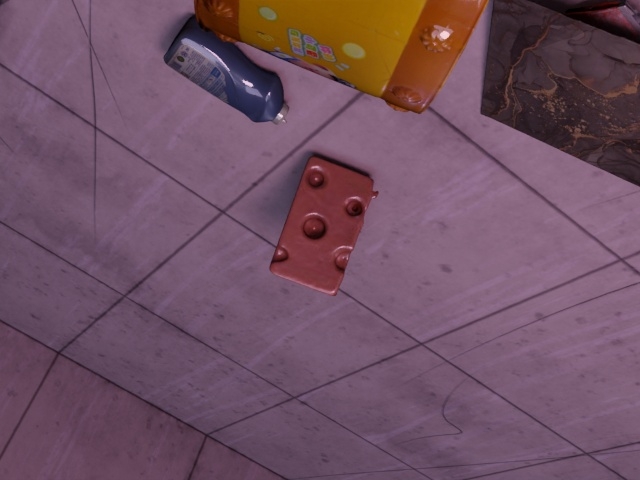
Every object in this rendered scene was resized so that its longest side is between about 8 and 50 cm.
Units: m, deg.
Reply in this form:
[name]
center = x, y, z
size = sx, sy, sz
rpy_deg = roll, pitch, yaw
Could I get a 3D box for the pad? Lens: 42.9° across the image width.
[pad]
center = 0.363, -0.153, 0.987
size = 0.367, 0.007, 0.248
rpy_deg = 29, 159, 19

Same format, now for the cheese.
[cheese]
center = 0.004, -0.013, 1.366
size = 0.128, 0.203, 0.177
rpy_deg = 18, 173, 0

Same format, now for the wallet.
[wallet]
center = 0.386, -0.214, 0.984
size = 0.196, 0.020, 0.103
rpy_deg = 38, 169, -24

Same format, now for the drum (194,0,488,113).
[drum]
center = 0.068, -0.333, 0.683
size = 0.214, 0.431, 0.431
rpy_deg = 22, 144, -2

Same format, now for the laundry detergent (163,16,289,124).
[laundry detergent]
center = -0.128, -0.237, 1.206
size = 0.206, 0.061, 0.096
rpy_deg = 34, 140, -19
